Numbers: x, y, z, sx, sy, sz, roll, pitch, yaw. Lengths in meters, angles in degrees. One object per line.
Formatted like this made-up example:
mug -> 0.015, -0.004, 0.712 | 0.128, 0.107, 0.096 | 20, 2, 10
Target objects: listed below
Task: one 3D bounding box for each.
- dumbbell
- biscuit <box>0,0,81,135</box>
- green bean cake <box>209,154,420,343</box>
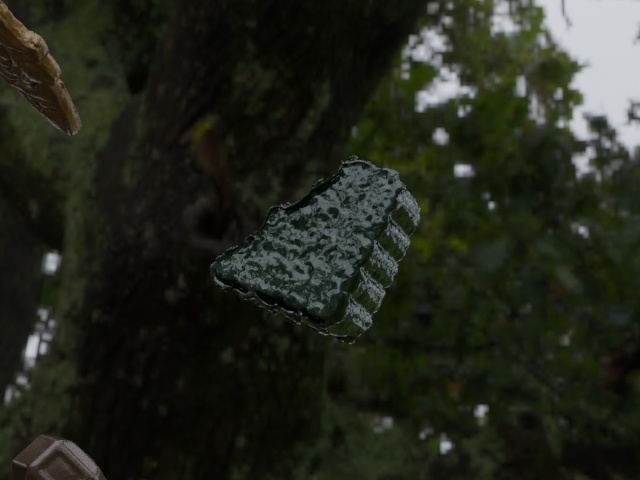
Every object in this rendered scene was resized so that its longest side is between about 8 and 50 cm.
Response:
dumbbell -> -0.278, 0.261, 1.248 | 0.092, 0.231, 0.082 | 45, -22, 8
biscuit -> -0.332, -0.201, 1.599 | 0.162, 0.035, 0.250 | 25, -23, 49
green bean cake -> 0.000, 0.000, 1.743 | 0.193, 0.208, 0.107 | 21, -9, 33
